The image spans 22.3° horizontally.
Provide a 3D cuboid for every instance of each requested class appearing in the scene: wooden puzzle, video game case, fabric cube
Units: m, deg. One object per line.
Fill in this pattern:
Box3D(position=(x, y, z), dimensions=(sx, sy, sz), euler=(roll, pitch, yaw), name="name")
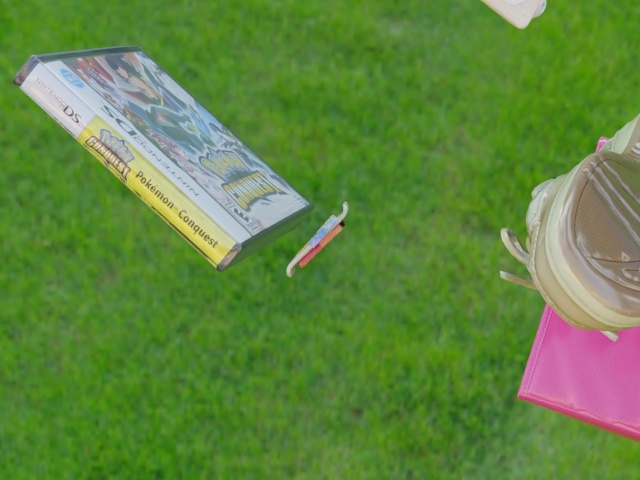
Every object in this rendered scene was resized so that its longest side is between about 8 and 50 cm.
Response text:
Box3D(position=(0.000, 0.000, 1.300), dimensions=(0.014, 0.078, 0.116), euler=(42, 10, 0), name="wooden puzzle")
Box3D(position=(-0.135, -0.087, 1.512), dimensions=(0.248, 0.035, 0.275), euler=(42, 16, 4), name="video game case")
Box3D(position=(0.356, 0.071, 1.544), dimensions=(0.258, 0.254, 0.259), euler=(17, 89, 14), name="fabric cube")

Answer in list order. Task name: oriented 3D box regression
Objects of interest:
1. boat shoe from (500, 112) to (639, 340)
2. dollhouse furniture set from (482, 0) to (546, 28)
Box3D(position=(0.176, -0.001, 1.002), dimensions=(0.105, 0.089, 0.285), euler=(54, 27, 1), name="boat shoe")
Box3D(position=(0.073, -0.131, 0.537), dimensions=(0.081, 0.091, 0.114), euler=(31, 81, -26), name="dollhouse furniture set")
